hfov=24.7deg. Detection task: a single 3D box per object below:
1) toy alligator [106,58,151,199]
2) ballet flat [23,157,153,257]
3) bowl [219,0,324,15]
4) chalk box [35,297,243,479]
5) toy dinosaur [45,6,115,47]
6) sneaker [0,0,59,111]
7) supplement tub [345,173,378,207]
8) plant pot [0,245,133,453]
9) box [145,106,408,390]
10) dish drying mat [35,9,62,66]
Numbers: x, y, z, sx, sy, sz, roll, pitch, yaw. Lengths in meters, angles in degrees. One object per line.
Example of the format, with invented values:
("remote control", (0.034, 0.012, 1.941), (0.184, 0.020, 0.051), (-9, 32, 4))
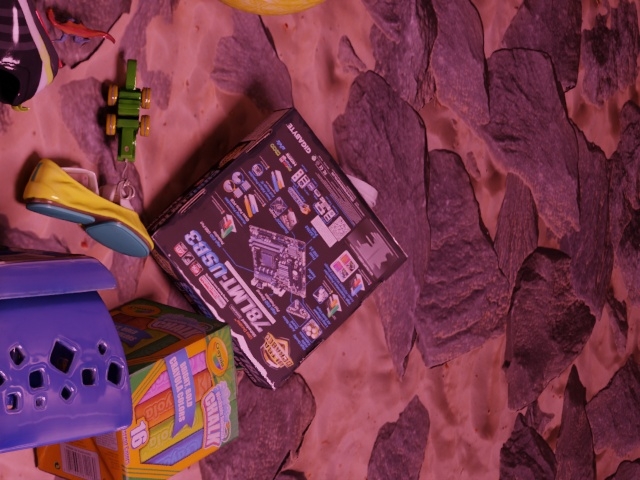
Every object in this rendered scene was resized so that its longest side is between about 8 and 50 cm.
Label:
("toy alligator", (-0.256, -0.144, 1.941), (0.051, 0.056, 0.189), (142, -50, -81))
("ballet flat", (-0.295, -0.046, 1.915), (0.231, 0.077, 0.077), (29, 62, -50))
("bowl", (-0.091, -0.406, 1.980), (0.289, 0.289, 0.156), (-45, 175, -36))
("chalk box", (-0.229, 0.197, 1.978), (0.289, 0.180, 0.179), (-27, 121, -48))
("toy dinosaur", (-0.311, -0.272, 1.834), (0.082, 0.090, 0.047), (33, 53, -84))
("sneaker", (-0.387, -0.247, 1.722), (0.097, 0.084, 0.234), (-54, 137, -27))
("supplement tub", (0.000, 0.000, 2.250), (0.144, 0.144, 0.199), (32, 74, -52))
("plant pot", (-0.378, 0.118, 1.721), (0.236, 0.236, 0.212), (-3, 96, -52))
("box", (-0.064, 0.011, 2.098), (0.293, 0.073, 0.295), (-44, 108, -19))
("dish drying mat", (-0.350, -0.250, 1.815), (0.008, 0.032, 0.083), (-67, 146, -47))
